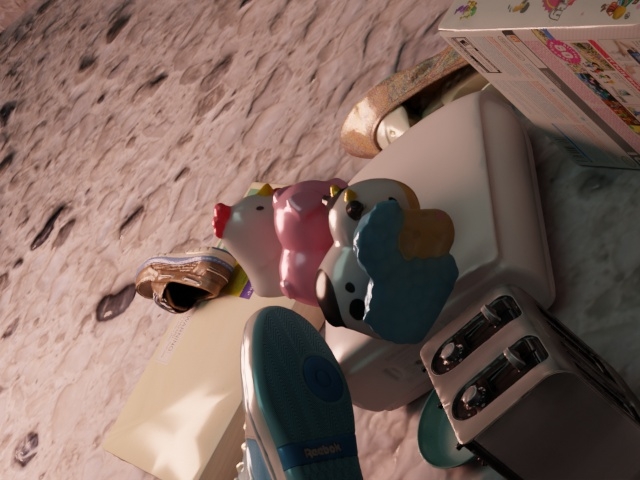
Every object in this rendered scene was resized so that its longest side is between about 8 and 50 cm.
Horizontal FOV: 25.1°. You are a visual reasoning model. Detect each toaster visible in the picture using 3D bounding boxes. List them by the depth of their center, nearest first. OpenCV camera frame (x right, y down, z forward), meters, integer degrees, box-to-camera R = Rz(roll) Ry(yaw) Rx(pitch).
[{"bbox_3d":[0.188,0.144,1.180,0.110,0.185,0.168,-46,21,12],"label":"toaster"}]

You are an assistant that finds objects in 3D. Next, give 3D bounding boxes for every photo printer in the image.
[{"bbox_3d":[0.116,-0.004,1.506,0.256,0.107,0.308,-37,33,30],"label":"photo printer"}]

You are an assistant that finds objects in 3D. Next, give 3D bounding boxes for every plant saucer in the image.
[{"bbox_3d":[0.142,0.168,1.372,0.119,0.021,0.119,-37,34,30],"label":"plant saucer"}]

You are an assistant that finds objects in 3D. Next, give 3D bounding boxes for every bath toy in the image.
[{"bbox_3d":[0.000,0.000,1.432,0.348,0.129,0.151,12,72,62],"label":"bath toy"}]

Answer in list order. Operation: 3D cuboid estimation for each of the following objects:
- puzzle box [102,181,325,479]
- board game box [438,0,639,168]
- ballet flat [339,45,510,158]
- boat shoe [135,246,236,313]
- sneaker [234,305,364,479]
[{"bbox_3d":[-0.100,0.114,1.773,0.272,0.052,0.409,9,67,60],"label":"puzzle box"},{"bbox_3d":[0.281,-0.161,1.300,0.097,0.224,0.303,-58,28,-10],"label":"board game box"},{"bbox_3d":[0.140,-0.157,1.645,0.316,0.107,0.106,-36,41,34],"label":"ballet flat"},{"bbox_3d":[-0.185,0.056,1.841,0.183,0.066,0.066,-19,45,48],"label":"boat shoe"},{"bbox_3d":[-0.060,0.239,1.409,0.208,0.127,0.319,-35,60,40],"label":"sneaker"}]
